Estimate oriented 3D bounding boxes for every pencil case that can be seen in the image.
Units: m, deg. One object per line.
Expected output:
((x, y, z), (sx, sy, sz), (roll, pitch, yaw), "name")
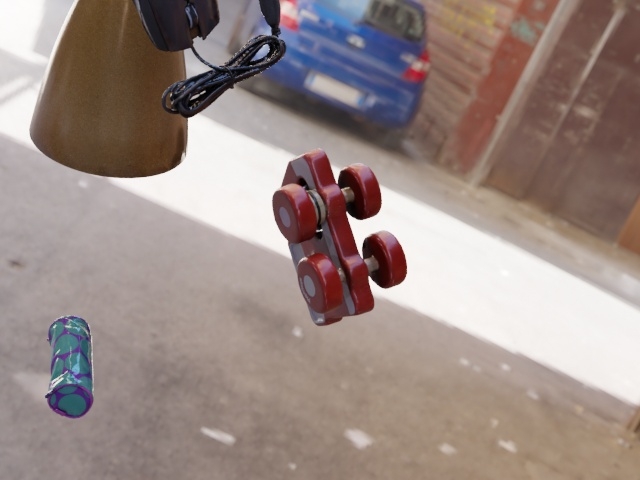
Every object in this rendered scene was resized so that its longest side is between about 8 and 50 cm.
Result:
((-0.353, 0.177, 1.695), (0.064, 0.070, 0.151), (44, 20, -34), "pencil case")

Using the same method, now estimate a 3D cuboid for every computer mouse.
((-0.127, -0.282, 1.331), (0.184, 0.262, 0.060), (-30, 22, -26), "computer mouse")

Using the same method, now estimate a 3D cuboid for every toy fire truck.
((0.000, 0.000, 2.108), (0.169, 0.302, 0.254), (-20, 1, -25), "toy fire truck")

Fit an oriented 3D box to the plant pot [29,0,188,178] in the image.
((-0.293, -0.258, 1.755), (0.237, 0.254, 0.237), (10, 30, -6), "plant pot")
